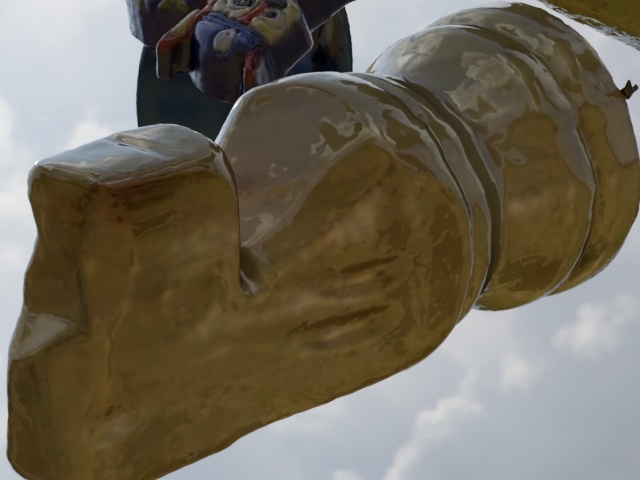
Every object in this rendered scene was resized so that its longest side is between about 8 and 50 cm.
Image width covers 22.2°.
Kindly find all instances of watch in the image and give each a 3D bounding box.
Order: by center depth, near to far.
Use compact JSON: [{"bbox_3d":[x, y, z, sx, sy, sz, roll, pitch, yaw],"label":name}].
[{"bbox_3d":[-0.051,-0.115,1.151,0.171,0.196,0.200,17,-42,29],"label":"watch"}]

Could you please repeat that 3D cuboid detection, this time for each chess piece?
[{"bbox_3d":[0.000,0.000,0.642,0.301,0.137,0.137,-26,-12,-45],"label":"chess piece"}]

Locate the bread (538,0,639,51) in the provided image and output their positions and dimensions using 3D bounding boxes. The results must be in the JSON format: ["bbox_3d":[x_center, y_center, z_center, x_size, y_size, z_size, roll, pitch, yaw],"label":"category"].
[{"bbox_3d":[0.324,-0.241,1.248,0.245,0.233,0.362,21,11,42],"label":"bread"}]
